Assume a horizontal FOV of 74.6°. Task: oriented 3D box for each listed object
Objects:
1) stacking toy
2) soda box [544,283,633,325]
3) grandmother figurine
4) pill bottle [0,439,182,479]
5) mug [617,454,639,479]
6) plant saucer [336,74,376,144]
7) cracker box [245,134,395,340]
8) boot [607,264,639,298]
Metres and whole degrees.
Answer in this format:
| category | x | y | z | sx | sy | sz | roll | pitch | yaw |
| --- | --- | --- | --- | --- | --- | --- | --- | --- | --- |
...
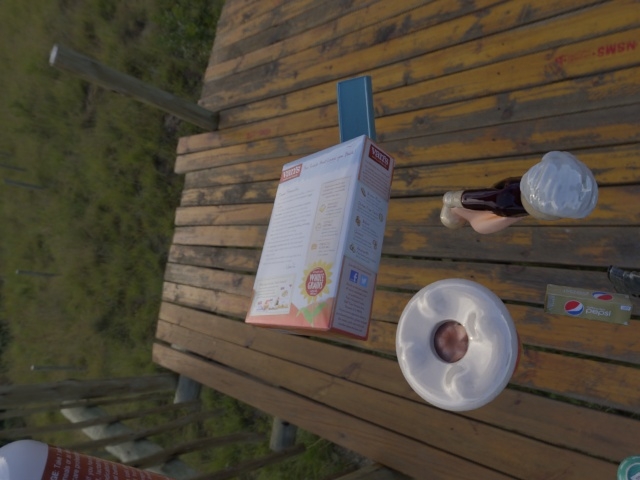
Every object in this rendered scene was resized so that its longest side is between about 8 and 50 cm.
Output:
| category | x | y | z | sx | sy | sz | roll | pitch | yaw |
| --- | --- | --- | --- | --- | --- | --- | --- | --- | --- |
| stacking toy | 0.492 | 0.325 | 1.263 | 0.351 | 0.480 | 0.350 | -21 | 59 | 41 |
| soda box | 0.669 | 0.160 | 1.059 | 0.181 | 0.061 | 0.058 | 7 | 113 | 26 |
| grandmother figurine | 0.306 | -0.063 | 0.656 | 0.208 | 0.342 | 0.104 | -15 | 90 | 2 |
| pill bottle | -0.199 | 0.224 | 0.310 | 0.121 | 0.216 | 0.121 | -38 | 31 | 29 |
| mug | 0.831 | 0.606 | 1.040 | 0.158 | 0.097 | 0.129 | -14 | 47 | 47 |
| plant saucer | 0.063 | -0.202 | 0.745 | 0.067 | 0.018 | 0.192 | -7 | 79 | 19 |
| cracker box | 0.000 | 0.000 | 0.527 | 0.156 | 0.067 | 0.232 | -8 | 64 | 47 |
| boot | 0.795 | 0.093 | 1.041 | 0.161 | 0.246 | 0.083 | 18 | 71 | 51 |
